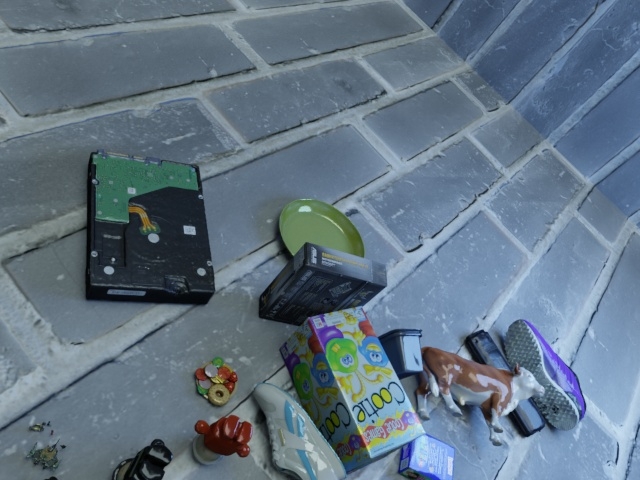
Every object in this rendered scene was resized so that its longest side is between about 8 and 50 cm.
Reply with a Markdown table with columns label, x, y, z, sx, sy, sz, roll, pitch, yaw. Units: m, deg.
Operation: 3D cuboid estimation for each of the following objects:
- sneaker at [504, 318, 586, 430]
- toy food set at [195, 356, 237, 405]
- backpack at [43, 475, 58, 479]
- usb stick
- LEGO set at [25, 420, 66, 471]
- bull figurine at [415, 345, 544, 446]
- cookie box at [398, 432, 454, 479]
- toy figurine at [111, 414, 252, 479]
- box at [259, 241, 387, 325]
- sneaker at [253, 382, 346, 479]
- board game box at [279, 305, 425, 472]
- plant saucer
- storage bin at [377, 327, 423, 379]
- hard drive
| label | x | y | z | sx | sy | sz | roll | pitch | yaw |
| --- | --- | --- | --- | --- | --- | --- | --- | --- | --- |
| sneaker | 0.604 | 0.345 | 1.436 | 0.146 | 0.102 | 0.293 | -4 | 62 | -41 |
| toy food set | -0.193 | 0.261 | 1.006 | 0.082 | 0.020 | 0.083 | 41 | 43 | 2 |
| backpack | -0.344 | 0.424 | 0.698 | 0.182 | 0.115 | 0.152 | 42 | 54 | 2 |
| usb stick | 0.464 | 0.355 | 1.361 | 0.077 | 0.045 | 0.278 | -14 | 64 | -32 |
| LEGO set | -0.414 | 0.314 | 0.814 | 0.054 | 0.023 | 0.083 | 12 | 36 | -29 |
| bull figurine | 0.361 | 0.347 | 1.241 | 0.310 | 0.101 | 0.188 | 18 | 46 | -3 |
| cookie box | 0.221 | 0.453 | 1.113 | 0.107 | 0.040 | 0.092 | 30 | 43 | -9 |
| toy figurine | -0.188 | 0.391 | 0.819 | 0.213 | 0.148 | 0.210 | -11 | 67 | -42 |
| box | 0.000 | 0.104 | 1.115 | 0.183 | 0.231 | 0.056 | 15 | 51 | -23 |
| sneaker | -0.057 | 0.356 | 0.972 | 0.092 | 0.087 | 0.229 | -34 | 66 | -22 |
| board game box | 0.054 | 0.291 | 1.060 | 0.142 | 0.144 | 0.275 | -7 | 58 | -37 |
| plant saucer | 0.000 | 0.000 | 1.347 | 0.241 | 0.037 | 0.241 | 19 | 46 | -21 |
| storage bin | 0.170 | 0.256 | 1.188 | 0.098 | 0.135 | 0.091 | 7 | 63 | -30 |
| hard drive | -0.353 | -0.031 | 1.111 | 0.237 | 0.064 | 0.339 | 6 | 53 | -31 |
